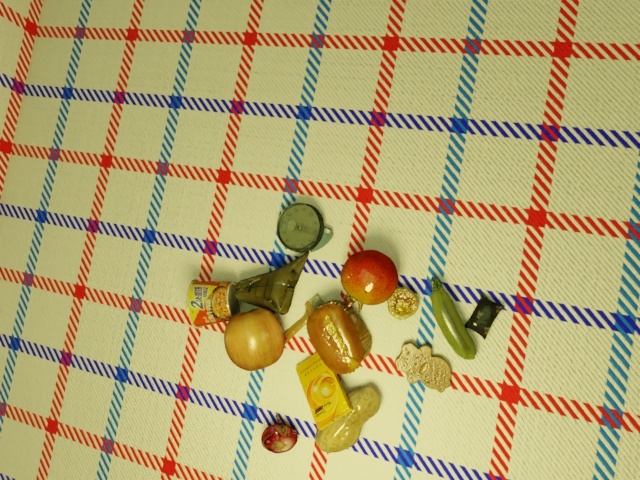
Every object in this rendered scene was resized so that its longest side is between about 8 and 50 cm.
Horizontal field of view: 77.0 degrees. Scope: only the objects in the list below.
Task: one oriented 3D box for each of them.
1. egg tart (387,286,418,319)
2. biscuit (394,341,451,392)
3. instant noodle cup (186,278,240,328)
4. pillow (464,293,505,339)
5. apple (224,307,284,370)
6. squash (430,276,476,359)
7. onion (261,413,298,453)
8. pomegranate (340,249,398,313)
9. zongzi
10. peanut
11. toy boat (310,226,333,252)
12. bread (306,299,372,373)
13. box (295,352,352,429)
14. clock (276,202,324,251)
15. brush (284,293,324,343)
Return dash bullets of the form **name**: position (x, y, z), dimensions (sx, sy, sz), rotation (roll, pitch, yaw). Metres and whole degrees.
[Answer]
- **egg tart**: position (0.323, 0.247, 1.599), dimensions (0.130, 0.052, 0.131), rotation (-1, 86, 13)
- **biscuit**: position (0.406, 0.491, 1.565), dimensions (0.225, 0.036, 0.166), rotation (23, 91, 12)
- **instant noodle cup**: position (-0.448, 0.263, 1.721), dimensions (0.174, 0.213, 0.213), rotation (-7, 83, 6)
- **pillow**: position (0.616, 0.288, 1.523), dimensions (0.090, 0.048, 0.150), rotation (29, 95, 12)
- **apple**: position (-0.273, 0.393, 1.638), dimensions (0.242, 0.242, 0.241), rotation (-5, 101, 14)
- **squash**: position (0.488, 0.300, 1.536), dimensions (0.094, 0.094, 0.341), rotation (-26, 82, 10)
- **onion**: position (-0.171, 0.784, 1.656), dimensions (0.150, 0.140, 0.150), rotation (-4, 123, -6)
- **pomegranate**: position (0.180, 0.161, 1.566), dimensions (0.220, 0.221, 0.257), rotation (28, 99, 15)
- **zongzi**: position (-0.210, 0.148, 1.719), dimensions (0.260, 0.123, 0.289), rotation (13, 75, 20)
- **peanut**: position (0.109, 0.698, 1.571), dimensions (0.149, 0.149, 0.313), rotation (38, 90, 14)
- **toy boat**: position (0.000, 0.001, 1.718), dimensions (0.096, 0.034, 0.122), rotation (21, 99, 18)
- **bread**: position (0.073, 0.377, 1.589), dimensions (0.204, 0.156, 0.288), rotation (-29, 84, 12)
- **box**: position (0.006, 0.581, 1.589), dimensions (0.152, 0.043, 0.269), rotation (-38, 46, 9)
- **clock**: position (-0.089, -0.056, 1.715), dimensions (0.214, 0.042, 0.215), rotation (-2, 84, 24)
- **brush**: position (-0.080, 0.351, 1.709), dimensions (0.272, 0.013, 0.103), rotation (-43, 76, 7)
